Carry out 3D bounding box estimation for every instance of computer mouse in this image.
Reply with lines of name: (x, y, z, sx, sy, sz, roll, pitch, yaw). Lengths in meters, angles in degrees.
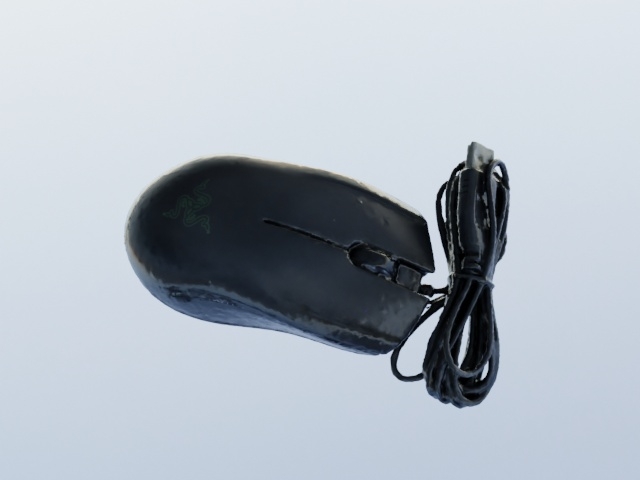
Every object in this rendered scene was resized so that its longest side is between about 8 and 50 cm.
computer mouse: (0.000, 0.000, 0.806, 0.272, 0.072, 0.189, 10, -109, -2)
